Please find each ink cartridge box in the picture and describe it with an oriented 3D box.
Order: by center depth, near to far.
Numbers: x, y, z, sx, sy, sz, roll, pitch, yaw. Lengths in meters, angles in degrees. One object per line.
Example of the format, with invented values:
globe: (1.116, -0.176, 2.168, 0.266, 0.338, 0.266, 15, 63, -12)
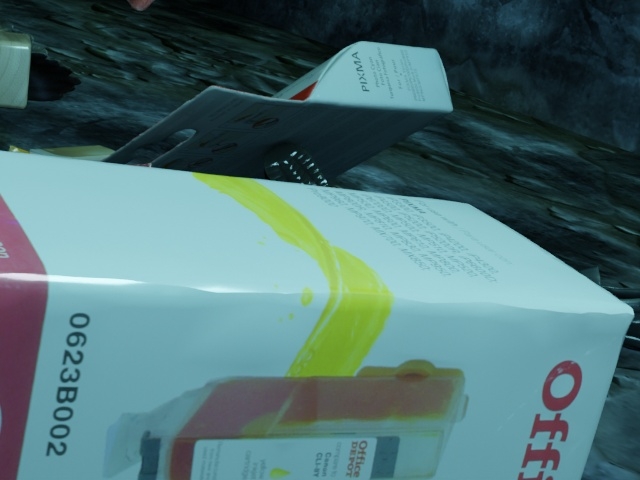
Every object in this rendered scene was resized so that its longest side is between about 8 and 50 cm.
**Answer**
ink cartridge box: (-0.073, 0.117, 0.619, 0.384, 0.279, 0.160, 4, 19, -29)
ink cartridge box: (-0.081, -0.136, 1.509, 0.385, 0.091, 0.308, 0, -20, -45)

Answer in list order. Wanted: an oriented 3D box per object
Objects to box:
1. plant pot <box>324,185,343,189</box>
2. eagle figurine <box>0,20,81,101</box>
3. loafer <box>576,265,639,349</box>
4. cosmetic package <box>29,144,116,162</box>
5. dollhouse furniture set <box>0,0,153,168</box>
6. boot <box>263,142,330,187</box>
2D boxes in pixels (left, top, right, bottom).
plant pot: (-0.089, 0.078, 0.938, 0.230, 0.215, 0.215, -7, 21, -16)
eagle figurine: (-0.448, -0.183, 1.464, 0.226, 0.298, 0.225, 56, -10, 21)
loafer: (0.297, 0.064, 1.476, 0.223, 0.078, 0.076, 14, 15, 2)
cosmetic package: (-0.289, -0.077, 1.514, 0.041, 0.060, 0.115, 23, 17, 30)
dollhouse furniture set: (-0.225, -0.139, 1.218, 0.201, 0.374, 0.152, 7, 12, -15)
boot: (0.000, 0.000, 1.477, 0.076, 0.137, 0.198, -19, 64, -10)
